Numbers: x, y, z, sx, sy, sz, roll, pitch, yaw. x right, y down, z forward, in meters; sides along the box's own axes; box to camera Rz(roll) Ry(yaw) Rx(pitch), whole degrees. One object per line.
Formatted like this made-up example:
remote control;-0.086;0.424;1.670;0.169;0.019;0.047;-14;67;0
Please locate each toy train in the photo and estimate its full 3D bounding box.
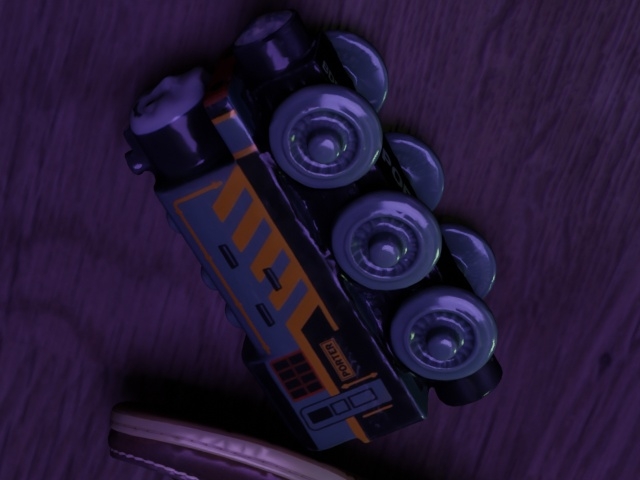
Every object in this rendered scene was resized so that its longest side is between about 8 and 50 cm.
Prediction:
toy train;0.000;0.000;1.257;0.190;0.142;0.334;-24;115;17

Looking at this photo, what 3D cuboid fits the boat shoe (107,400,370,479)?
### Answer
boat shoe;-0.018;0.227;1.346;0.342;0.123;0.123;26;83;-22
